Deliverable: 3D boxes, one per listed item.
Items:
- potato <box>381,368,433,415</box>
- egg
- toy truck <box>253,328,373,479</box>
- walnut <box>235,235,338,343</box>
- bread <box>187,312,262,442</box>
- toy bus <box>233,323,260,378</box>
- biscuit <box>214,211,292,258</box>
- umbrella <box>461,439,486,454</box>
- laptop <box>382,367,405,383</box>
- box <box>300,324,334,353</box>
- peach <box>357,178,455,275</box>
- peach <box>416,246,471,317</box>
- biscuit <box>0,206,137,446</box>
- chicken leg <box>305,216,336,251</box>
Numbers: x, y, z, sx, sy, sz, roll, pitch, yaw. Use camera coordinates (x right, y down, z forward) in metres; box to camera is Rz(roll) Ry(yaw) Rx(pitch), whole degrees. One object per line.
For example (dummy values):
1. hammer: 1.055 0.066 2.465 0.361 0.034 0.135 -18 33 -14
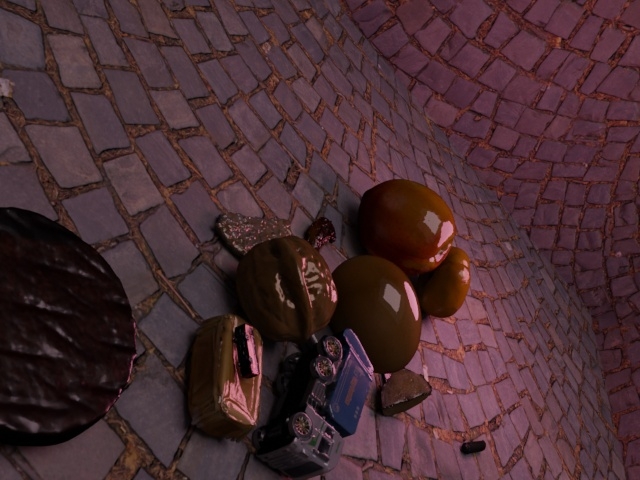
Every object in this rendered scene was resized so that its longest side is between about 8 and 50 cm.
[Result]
1. potato: 0.213 0.430 1.942 0.172 0.089 0.100 -17 53 -28
2. egg: 0.140 0.196 1.849 0.250 0.250 0.322 -7 75 -58
3. toy truck: -0.005 0.354 1.558 0.175 0.146 0.367 44 41 -16
4. walnut: -0.077 0.116 1.626 0.225 0.257 0.257 -14 72 -25
5. bread: -0.194 0.276 1.421 0.136 0.107 0.241 37 37 -37
6. toy bus: -0.147 0.223 1.402 0.043 0.031 0.110 36 36 -54
7. biscuit: -0.160 0.000 1.785 0.290 0.038 0.141 5 60 -53
8. umbrella: 0.477 0.643 2.170 0.133 0.031 0.036 15 50 -49
9. laptop: 0.206 0.344 2.048 0.129 0.016 0.180 19 50 -47
10. box: 0.015 0.293 1.768 0.243 0.055 0.103 60 30 3
11. peach: 0.265 -0.048 2.229 0.332 0.307 0.308 44 25 20
12. peach: 0.413 0.135 2.325 0.153 0.251 0.251 20 43 -16
13. biscuit: -0.484 0.135 1.134 0.407 0.091 0.407 38 34 -32
14. chicken leg: -0.003 -0.006 2.015 0.089 0.048 0.219 50 31 -10
